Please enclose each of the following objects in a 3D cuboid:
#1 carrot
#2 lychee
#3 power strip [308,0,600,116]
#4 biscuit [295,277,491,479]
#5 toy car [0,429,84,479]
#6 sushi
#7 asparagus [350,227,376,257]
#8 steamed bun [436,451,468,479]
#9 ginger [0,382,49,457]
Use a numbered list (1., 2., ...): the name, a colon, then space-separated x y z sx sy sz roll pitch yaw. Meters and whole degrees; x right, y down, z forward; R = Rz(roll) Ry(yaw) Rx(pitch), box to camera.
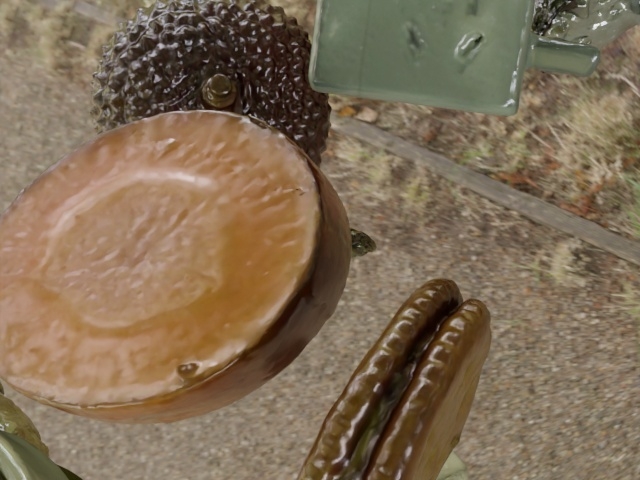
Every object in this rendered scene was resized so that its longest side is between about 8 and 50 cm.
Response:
1. carrot: -0.131 0.017 0.847 0.307 0.100 0.258 -12 60 9
2. lychee: -0.122 -0.141 1.221 0.276 0.304 0.275 0 88 -6
3. power strip: 0.112 -0.178 0.864 0.224 0.139 0.140 8 103 6
4. biscuit: 0.054 0.131 0.743 0.066 0.220 0.220 27 98 17
5. toy car: -0.180 0.191 0.474 0.248 0.198 0.204 -21 60 10
6. sushi: 0.377 -0.390 1.474 0.348 0.234 0.207 -50 58 30
7. asparagus: 0.000 0.000 1.069 0.036 0.165 0.030 39 113 40
8. steamed bun: 0.086 0.256 1.147 0.112 0.130 0.091 32 113 38
9. ginger: -0.403 0.266 1.358 0.116 0.109 0.263 -62 38 17
